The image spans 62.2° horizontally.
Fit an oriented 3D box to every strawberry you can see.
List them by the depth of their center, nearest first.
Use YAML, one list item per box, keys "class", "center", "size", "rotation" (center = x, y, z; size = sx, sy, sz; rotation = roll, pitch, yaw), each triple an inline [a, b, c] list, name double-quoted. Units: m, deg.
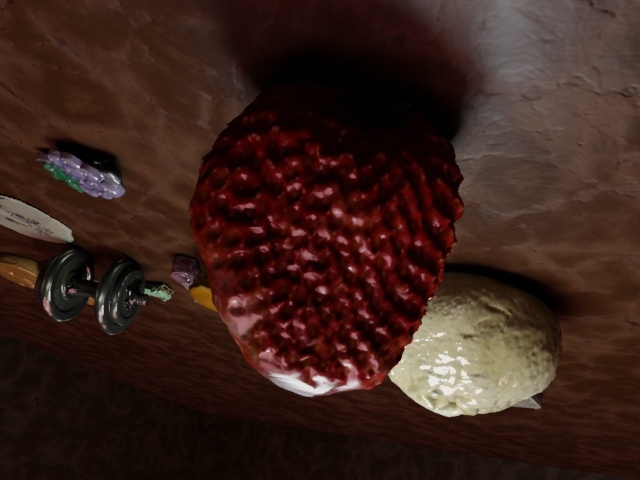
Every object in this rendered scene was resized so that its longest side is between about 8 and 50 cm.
- class: "strawberry"
  center: [0.000, 0.000, 0.623]
  size: [0.312, 0.351, 0.267]
  rotation: [16, 162, -15]

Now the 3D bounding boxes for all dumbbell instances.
- class: "dumbbell"
  center: [-0.567, 0.126, 1.332]
  size: [0.290, 0.192, 0.192]
  rotation: [10, 153, 8]

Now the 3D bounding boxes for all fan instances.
- class: "fan"
  center: [-0.771, -0.086, 1.219]
  size: [0.233, 0.012, 0.415]
  rotation: [-15, 142, 44]

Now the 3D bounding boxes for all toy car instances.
- class: "toy car"
  center: [-0.471, 0.138, 1.479]
  size: [0.122, 0.035, 0.059]
  rotation: [10, 154, 29]

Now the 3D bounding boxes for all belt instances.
- class: "belt"
  center: [-0.308, 0.108, 1.319]
  size: [0.071, 0.053, 0.232]
  rotation: [0, 151, 12]

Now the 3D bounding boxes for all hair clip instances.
- class: "hair clip"
  center: [-0.424, -0.126, 0.944]
  size: [0.196, 0.052, 0.124]
  rotation: [7, 146, 33]

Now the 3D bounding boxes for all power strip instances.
- class: "power strip"
  center: [0.516, 0.400, 1.475]
  size: [0.106, 0.043, 0.367]
  rotation: [-7, 146, 37]

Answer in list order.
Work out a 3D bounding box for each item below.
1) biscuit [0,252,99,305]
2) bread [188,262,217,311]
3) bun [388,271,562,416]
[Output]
- class: "biscuit"
  center: [-0.825, 0.128, 1.623]
  size: [0.355, 0.052, 0.275]
  rotation: [18, 153, -8]
- class: "bread"
  center: [-0.160, 0.107, 1.166]
  size: [0.246, 0.121, 0.174]
  rotation: [-3, 147, 28]
- class: "bun"
  center: [0.279, 0.220, 1.043]
  size: [0.353, 0.227, 0.349]
  rotation: [5, 150, 16]
